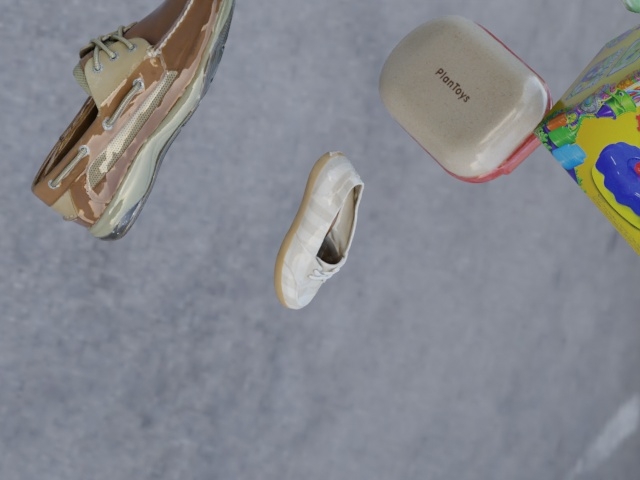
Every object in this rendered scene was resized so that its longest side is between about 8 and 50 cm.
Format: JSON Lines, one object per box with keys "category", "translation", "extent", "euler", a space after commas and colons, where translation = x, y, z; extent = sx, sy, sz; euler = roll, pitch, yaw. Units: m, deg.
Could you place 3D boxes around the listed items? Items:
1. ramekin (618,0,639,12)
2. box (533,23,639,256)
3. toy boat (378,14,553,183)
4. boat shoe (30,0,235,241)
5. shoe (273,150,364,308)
{"category": "ramekin", "translation": [0.216, -0.310, 1.068], "extent": [0.303, 0.148, 0.303], "euler": [54, 13, -20]}
{"category": "box", "translation": [0.433, -0.101, 1.550], "extent": [0.290, 0.279, 0.177], "euler": [47, 57, -8]}
{"category": "toy boat", "translation": [0.178, -0.155, 1.761], "extent": [0.151, 0.231, 0.151], "euler": [-44, 145, 4]}
{"category": "boat shoe", "translation": [-0.192, -0.155, 1.526], "extent": [0.324, 0.119, 0.122], "euler": [-62, -160, 11]}
{"category": "shoe", "translation": [0.000, 0.000, 1.761], "extent": [0.076, 0.058, 0.219], "euler": [-21, 139, -44]}
